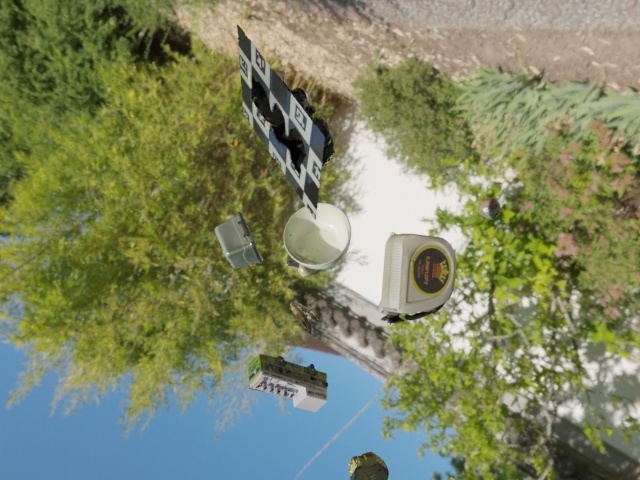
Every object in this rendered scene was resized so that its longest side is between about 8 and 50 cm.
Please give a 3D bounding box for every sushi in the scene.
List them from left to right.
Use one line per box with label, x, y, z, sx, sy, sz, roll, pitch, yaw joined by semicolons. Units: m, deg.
sushi;-0.055;-0.281;1.211;0.373;0.100;0.296;56;160;23

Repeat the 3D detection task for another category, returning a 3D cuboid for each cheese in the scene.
cheese;-0.075;0.122;2.364;0.171;0.047;0.092;-3;-115;-39

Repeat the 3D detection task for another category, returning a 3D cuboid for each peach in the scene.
peach;0.631;-0.120;1.977;0.083;0.083;0.083;26;-174;-3

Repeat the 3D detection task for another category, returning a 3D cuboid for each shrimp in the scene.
shrimp;-0.045;0.321;2.153;0.148;0.035;0.195;31;-164;-44

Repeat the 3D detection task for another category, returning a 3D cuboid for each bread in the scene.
bread;0.167;0.801;1.835;0.140;0.128;0.069;-4;-159;-13

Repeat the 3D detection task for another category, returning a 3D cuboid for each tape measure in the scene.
tape measure;0.297;0.121;1.595;0.231;0.271;0.133;8;173;-29

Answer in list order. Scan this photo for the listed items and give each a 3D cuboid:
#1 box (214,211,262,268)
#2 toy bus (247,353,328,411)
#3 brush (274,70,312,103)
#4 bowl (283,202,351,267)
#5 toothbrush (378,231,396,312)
box;-0.237;0.009;1.525;0.172;0.093;0.124;83;161;-69
toy bus;-0.116;0.519;1.940;0.301;0.113;0.139;23;-146;-26
brush;-0.114;-0.507;1.962;0.166;0.267;0.174;-4;174;6
bowl;0.000;0.000;2.142;0.277;0.277;0.145;29;163;23
toothbrush;0.230;0.108;1.807;0.024;0.288;0.026;5;164;18
